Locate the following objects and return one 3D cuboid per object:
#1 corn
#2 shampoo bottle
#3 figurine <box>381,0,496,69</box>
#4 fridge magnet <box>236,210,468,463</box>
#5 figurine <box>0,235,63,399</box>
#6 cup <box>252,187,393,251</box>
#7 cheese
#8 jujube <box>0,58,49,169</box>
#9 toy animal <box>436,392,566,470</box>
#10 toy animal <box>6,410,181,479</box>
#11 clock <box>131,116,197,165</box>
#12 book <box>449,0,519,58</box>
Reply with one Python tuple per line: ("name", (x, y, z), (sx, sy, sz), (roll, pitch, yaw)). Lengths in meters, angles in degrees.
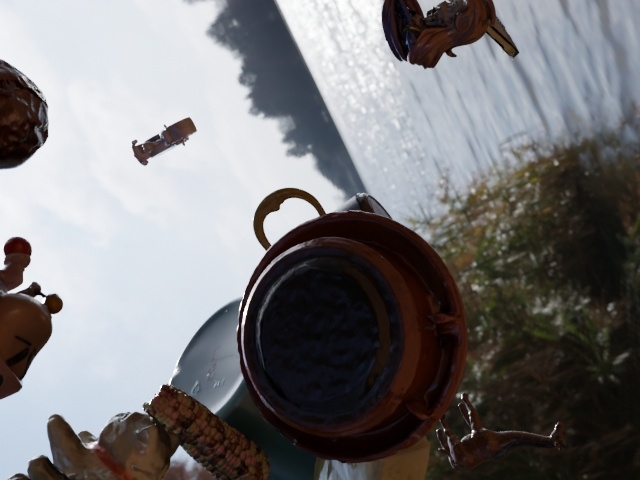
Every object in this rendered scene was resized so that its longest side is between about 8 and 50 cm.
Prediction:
("corn", (-0.200, 0.354, 1.542), (0.280, 0.092, 0.092), (44, -168, -21))
("shampoo bottle", (-0.097, 0.330, 1.802), (0.342, 0.331, 0.331), (37, -162, -28))
("figurine", (0.163, -0.294, 1.203), (0.126, 0.157, 0.114), (-63, -25, -66))
("fridge magnet", (0.032, 0.136, 1.245), (0.155, 0.363, 0.364), (12, -129, -63))
("figurine", (-0.466, 0.093, 1.218), (0.176, 0.186, 0.288), (80, 175, -55))
("cup", (0.008, 0.016, 1.697), (0.255, 0.256, 0.178), (39, -160, -41))
("cheese", (0.080, 0.406, 1.522), (0.242, 0.123, 0.266), (-133, 46, -56))
("jujube", (-0.505, -0.184, 1.248), (0.183, 0.183, 0.243), (66, -173, 13))
("toy animal", (0.359, 0.398, 1.761), (0.066, 0.224, 0.230), (38, -173, -46))
("toy animal", (-0.333, 0.362, 1.322), (0.308, 0.188, 0.266), (72, -173, -59))
("clock", (-0.224, -0.145, 1.252), (0.041, 0.087, 0.129), (64, 156, -7))
("book", (0.212, -0.387, 1.346), (0.231, 0.026, 0.157), (29, -150, -35))
